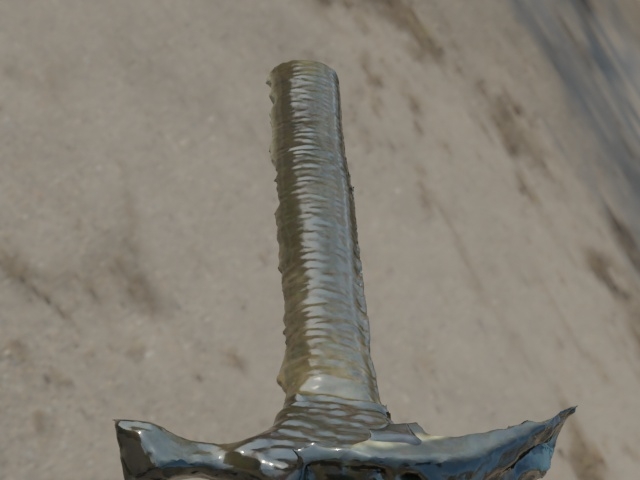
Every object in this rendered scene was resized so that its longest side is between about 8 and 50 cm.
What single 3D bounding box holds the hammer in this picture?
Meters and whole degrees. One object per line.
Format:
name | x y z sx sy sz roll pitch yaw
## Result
hammer | 0.000 -0.001 0.494 0.125 0.027 0.297 9 25 -9
